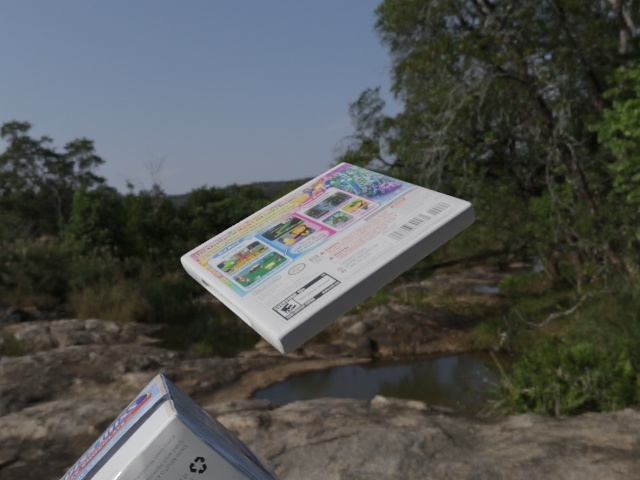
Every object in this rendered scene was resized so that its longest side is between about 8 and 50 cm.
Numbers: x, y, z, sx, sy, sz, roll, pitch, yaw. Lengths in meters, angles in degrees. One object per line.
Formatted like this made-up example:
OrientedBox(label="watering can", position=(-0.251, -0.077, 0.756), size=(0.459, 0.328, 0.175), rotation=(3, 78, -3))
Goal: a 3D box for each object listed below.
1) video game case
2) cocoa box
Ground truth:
OrientedBox(label="video game case", position=(0.000, 0.000, 0.419), size=(0.157, 0.019, 0.143), rotation=(-33, 33, -22))
OrientedBox(label="cocoa box", position=(-0.220, 0.376, 0.724), size=(0.347, 0.231, 0.228), rotation=(-48, 14, -13))
